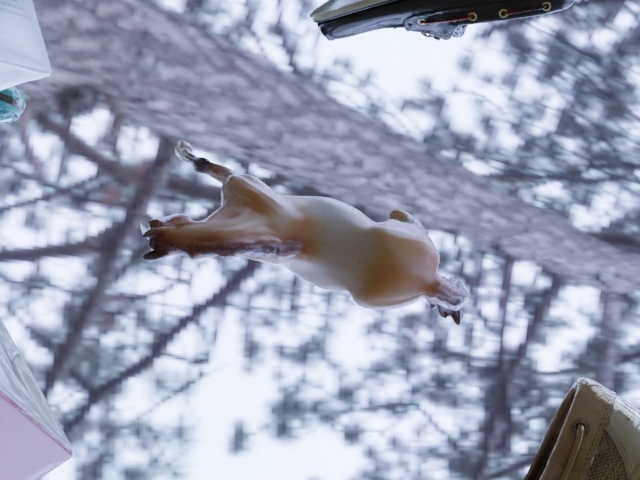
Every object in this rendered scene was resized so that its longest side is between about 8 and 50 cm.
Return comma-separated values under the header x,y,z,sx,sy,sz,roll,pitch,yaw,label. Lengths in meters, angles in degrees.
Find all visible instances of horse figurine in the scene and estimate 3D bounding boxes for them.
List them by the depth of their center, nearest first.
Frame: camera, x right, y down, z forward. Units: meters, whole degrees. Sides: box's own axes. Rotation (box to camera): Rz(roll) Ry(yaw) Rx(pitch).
x,y,z,sx,sy,sz,roll,pitch,yaw,label
0.000,0.000,1.326,0.263,0.174,0.066,20,-79,-17,horse figurine

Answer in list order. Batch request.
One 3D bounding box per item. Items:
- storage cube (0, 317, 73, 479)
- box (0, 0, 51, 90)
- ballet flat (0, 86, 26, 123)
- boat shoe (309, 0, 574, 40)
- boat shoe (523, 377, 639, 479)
x,y,z,sx,sy,sz,roll,pitch,yaw,label
-0.306,0.094,1.287,0.193,0.215,0.183,-32,-116,-1,storage cube
-0.315,-0.151,1.369,0.181,0.182,0.119,-17,-97,18,box
-0.370,-0.150,1.651,0.247,0.083,0.087,2,-111,-13,ballet flat
0.059,-0.116,0.966,0.133,0.049,0.042,-12,-68,21,boat shoe
0.132,0.259,1.456,0.110,0.121,0.341,37,-98,-1,boat shoe
